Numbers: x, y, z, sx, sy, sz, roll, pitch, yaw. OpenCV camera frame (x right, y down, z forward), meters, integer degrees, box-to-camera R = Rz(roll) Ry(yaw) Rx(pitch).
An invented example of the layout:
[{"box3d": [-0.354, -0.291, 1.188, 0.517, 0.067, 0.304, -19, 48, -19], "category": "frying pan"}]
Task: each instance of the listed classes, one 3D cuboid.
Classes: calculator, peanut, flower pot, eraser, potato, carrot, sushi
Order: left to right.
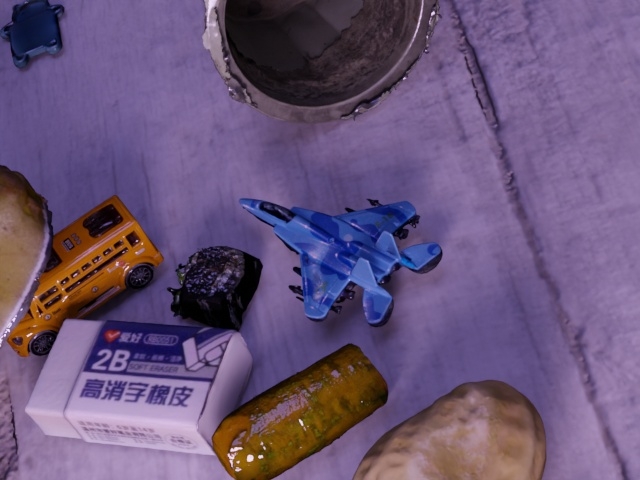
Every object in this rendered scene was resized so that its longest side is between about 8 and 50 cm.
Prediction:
[{"box3d": [-0.450, 0.028, 1.752, 0.299, 0.196, 0.246, -31, 48, 29], "category": "potato"}, {"box3d": [-0.384, -0.283, 2.187, 0.094, 0.019, 0.141, -22, 44, 3], "category": "calculator"}, {"box3d": [-0.187, 0.147, 1.688, 0.210, 0.068, 0.124, 2, 54, 25], "category": "eraser"}, {"box3d": [-0.116, 0.046, 1.754, 0.084, 0.056, 0.083, 10, 56, 29], "category": "sushi"}, {"box3d": [-0.029, -0.307, 1.904, 0.290, 0.290, 0.259, -30, 33, -4], "category": "flower pot"}, {"box3d": [-0.022, 0.172, 1.590, 0.173, 0.082, 0.082, -29, 45, -12], "category": "carrot"}, {"box3d": [0.080, 0.257, 1.437, 0.147, 0.147, 0.319, 24, 68, 37], "category": "peanut"}]

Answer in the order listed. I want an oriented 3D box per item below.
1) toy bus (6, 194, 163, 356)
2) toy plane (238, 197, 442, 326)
[{"box3d": [-0.278, 0.039, 1.807, 0.194, 0.088, 0.083, -35, 45, -8], "category": "toy bus"}, {"box3d": [0.002, 0.005, 1.729, 0.246, 0.078, 0.169, 20, 61, 43], "category": "toy plane"}]
